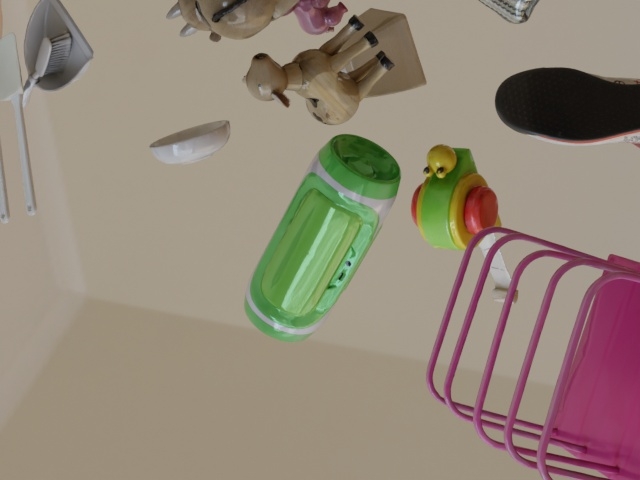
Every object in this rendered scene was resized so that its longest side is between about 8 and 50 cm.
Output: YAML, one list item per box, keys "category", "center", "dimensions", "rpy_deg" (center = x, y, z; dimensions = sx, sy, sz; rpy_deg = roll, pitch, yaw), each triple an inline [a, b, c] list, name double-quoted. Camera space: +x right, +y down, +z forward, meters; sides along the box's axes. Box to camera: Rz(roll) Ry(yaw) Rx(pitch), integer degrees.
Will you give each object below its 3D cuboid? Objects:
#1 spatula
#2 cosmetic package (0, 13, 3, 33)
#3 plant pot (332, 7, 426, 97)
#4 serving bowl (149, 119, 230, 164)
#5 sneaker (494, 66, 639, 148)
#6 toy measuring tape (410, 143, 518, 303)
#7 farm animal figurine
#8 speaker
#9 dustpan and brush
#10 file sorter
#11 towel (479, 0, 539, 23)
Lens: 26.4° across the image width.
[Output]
- category: "spatula"
  center: [-0.418, -0.129, 1.754]
  dimensions: [0.019, 0.168, 0.242]
  rpy_deg: [5, -110, -45]
- category: "cosmetic package"
  center: [-0.605, -0.319, 2.203]
  dimensions: [0.453, 0.162, 0.230]
  rpy_deg: [-100, 13, -45]
- category: "plant pot"
  center: [0.071, -0.257, 1.937]
  dimensions: [0.096, 0.109, 0.109]
  rpy_deg: [-28, -66, -17]
- category: "serving bowl"
  center: [-0.126, -0.094, 1.349]
  dimensions: [0.083, 0.083, 0.027]
  rpy_deg: [-44, -61, -64]
- category: "sneaker"
  center: [0.340, -0.142, 1.589]
  dimensions: [0.145, 0.270, 0.090]
  rpy_deg: [52, -143, -77]
- category: "toy measuring tape"
  center: [0.206, 0.002, 1.934]
  dimensions: [0.330, 0.121, 0.121]
  rpy_deg: [65, -145, -38]
- category: "farm animal figurine"
  center: [-0.078, -0.265, 1.522]
  dimensions: [0.172, 0.330, 0.327]
  rpy_deg: [-40, 0, 4]
- category: "speaker"
  center: [0.000, 0.000, 1.890]
  dimensions: [0.296, 0.131, 0.131]
  rpy_deg: [-61, -4, 31]
- category: "dustpan and brush"
  center: [-0.454, -0.282, 2.236]
  dimensions: [0.060, 0.147, 0.211]
  rpy_deg: [-21, -23, -37]
- category: "file sorter"
  center: [0.237, 0.108, 1.235]
  dimensions: [0.291, 0.182, 0.202]
  rpy_deg: [-153, 80, -73]
- category: "towel"
  center: [0.100, -0.353, 0.943]
  dimensions: [0.056, 0.312, 0.324]
  rpy_deg: [-38, -14, -48]
